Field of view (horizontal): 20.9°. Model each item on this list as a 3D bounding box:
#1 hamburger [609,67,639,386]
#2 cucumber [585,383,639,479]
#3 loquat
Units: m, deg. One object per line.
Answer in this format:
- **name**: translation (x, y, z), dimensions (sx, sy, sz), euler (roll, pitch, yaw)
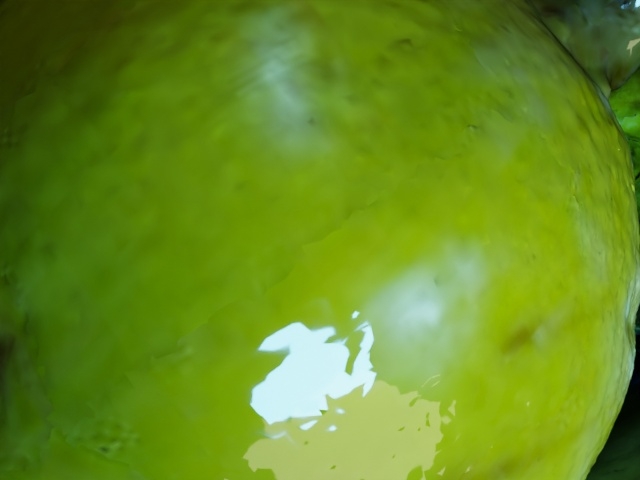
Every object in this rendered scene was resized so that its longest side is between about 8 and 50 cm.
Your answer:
- **hamburger**: translation (0.129, -0.071, 0.619), dimensions (0.260, 0.150, 0.276), euler (-28, -163, 30)
- **cucumber**: translation (0.123, 0.114, 0.547), dimensions (0.191, 0.130, 0.191), euler (-34, -170, 7)
- **loquat**: translation (0.000, 0.000, 0.486), dimensions (0.246, 0.213, 0.213), euler (-38, 165, -7)
